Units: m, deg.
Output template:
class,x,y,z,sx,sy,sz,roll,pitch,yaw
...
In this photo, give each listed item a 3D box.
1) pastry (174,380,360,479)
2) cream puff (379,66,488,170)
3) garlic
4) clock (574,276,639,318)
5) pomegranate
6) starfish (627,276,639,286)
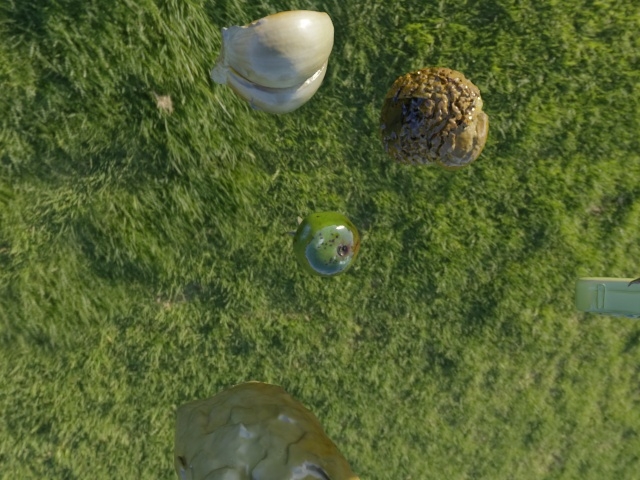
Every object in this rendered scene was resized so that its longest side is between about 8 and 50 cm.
class,x,y,z,sx,sy,sz,roll,pitch,yaw
pastry,-0.019,0.264,0.410,0.137,0.330,0.329,-23,124,-21
cream puff,0.319,-0.355,1.470,0.231,0.342,0.327,-2,142,-36
garlic,-0.092,-0.450,1.202,0.313,0.249,0.286,-15,145,-27
clock,0.952,0.180,1.476,0.349,0.286,0.117,13,80,-51
pomegranate,0.000,0.000,1.314,0.182,0.224,0.181,-10,113,-24
starfish,0.625,0.073,0.914,0.016,0.092,0.085,13,74,-34
